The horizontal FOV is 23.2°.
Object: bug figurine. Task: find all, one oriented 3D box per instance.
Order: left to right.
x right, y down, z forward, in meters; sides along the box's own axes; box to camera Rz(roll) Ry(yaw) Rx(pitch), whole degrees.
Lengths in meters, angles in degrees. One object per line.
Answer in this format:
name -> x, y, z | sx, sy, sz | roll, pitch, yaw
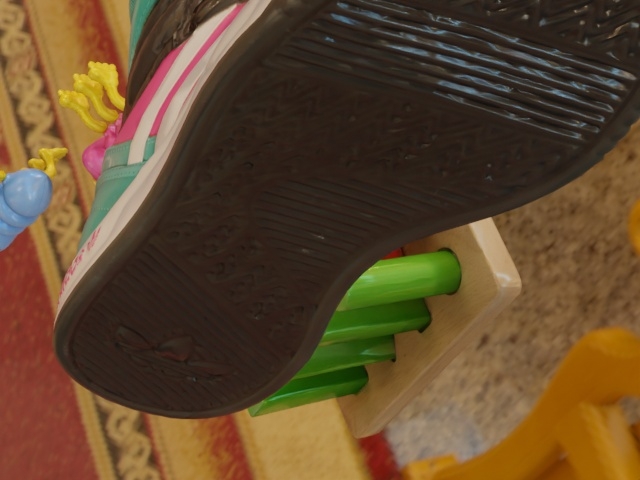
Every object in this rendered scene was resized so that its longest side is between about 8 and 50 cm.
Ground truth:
bug figurine -> -0.119, -0.047, 1.127 | 0.279, 0.216, 0.072 | -2, 64, -41

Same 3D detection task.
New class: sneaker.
sneaker -> 0.013, -0.075, 0.521 | 0.124, 0.295, 0.178 | 25, 49, -23

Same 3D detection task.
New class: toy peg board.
toy peg board -> 0.000, 0.000, 0.780 | 0.079, 0.161, 0.161 | -8, 63, -32
